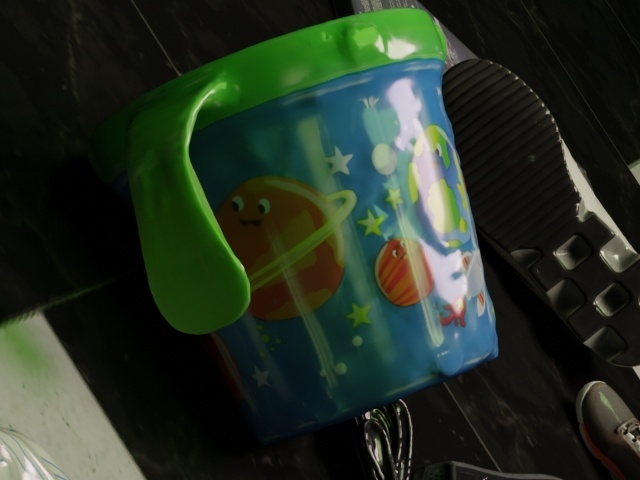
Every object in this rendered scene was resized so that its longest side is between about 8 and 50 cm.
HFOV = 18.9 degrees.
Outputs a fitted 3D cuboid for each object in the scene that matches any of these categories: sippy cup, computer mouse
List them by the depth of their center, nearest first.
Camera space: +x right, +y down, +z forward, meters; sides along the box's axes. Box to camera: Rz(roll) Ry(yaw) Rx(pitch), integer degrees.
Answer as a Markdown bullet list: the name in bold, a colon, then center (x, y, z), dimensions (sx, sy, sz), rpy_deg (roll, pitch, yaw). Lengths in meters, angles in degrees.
- **sippy cup**: center (0.000, 0.000, 1.212), dimensions (0.305, 0.240, 0.224), rpy_deg (-19, 85, -28)
- **computer mouse**: center (0.115, 0.213, 1.345), dimensions (0.272, 0.072, 0.188), rpy_deg (21, 41, -37)

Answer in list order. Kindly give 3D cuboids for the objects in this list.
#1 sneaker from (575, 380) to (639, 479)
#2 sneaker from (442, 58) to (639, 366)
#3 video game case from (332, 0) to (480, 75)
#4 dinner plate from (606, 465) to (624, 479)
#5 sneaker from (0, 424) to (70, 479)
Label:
- **sneaker**: center (0.289, 0.190, 1.714), dimensions (0.061, 0.065, 0.158), rpy_deg (-26, 81, -36)
- **sneaker**: center (0.211, -0.021, 1.832), dimensions (0.330, 0.122, 0.146), rpy_deg (57, 4, 5)
- **video game case**: center (0.100, -0.180, 1.911), dimensions (0.274, 0.026, 0.196), rpy_deg (39, 28, -40)
- **dinner plate**: center (0.302, 0.220, 1.791), dimensions (0.141, 0.017, 0.141), rpy_deg (47, 23, -26)
- **sneaker**: center (-0.168, 0.111, 0.897), dimensions (0.191, 0.071, 0.083), rpy_deg (48, 15, -43)
